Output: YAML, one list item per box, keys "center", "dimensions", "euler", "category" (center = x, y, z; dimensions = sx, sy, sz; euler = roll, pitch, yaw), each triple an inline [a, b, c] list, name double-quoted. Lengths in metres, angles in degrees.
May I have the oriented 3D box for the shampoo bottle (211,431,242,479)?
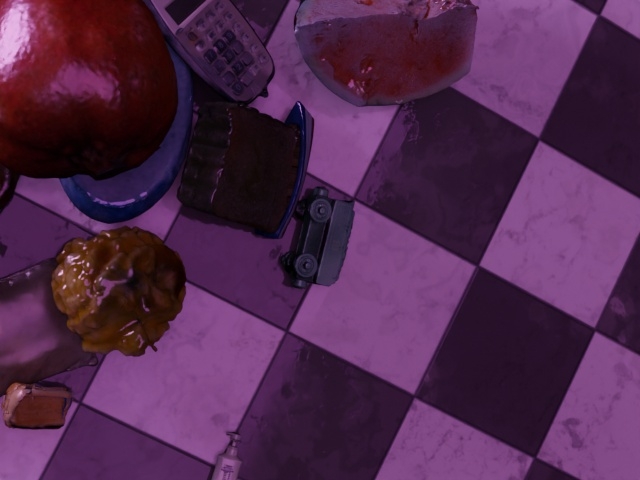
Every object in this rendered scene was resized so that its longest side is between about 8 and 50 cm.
- center: [-0.153, 0.382, 1.880]
  dimensions: [0.049, 0.034, 0.141]
  euler: [15, 86, -6]
  category: "shampoo bottle"

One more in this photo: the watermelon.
- center: [0.090, -0.336, 1.863]
  dimensions: [0.305, 0.180, 0.224]
  euler: [-10, 81, -15]
  category: "watermelon"

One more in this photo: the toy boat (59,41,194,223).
- center: [-0.312, -0.184, 1.817]
  dimensions: [0.215, 0.123, 0.330]
  euler: [4, 77, -12]
  category: "toy boat"

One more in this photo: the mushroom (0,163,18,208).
- center: [-0.523, -0.149, 1.695]
  dimensions: [0.148, 0.217, 0.227]
  euler: [-20, 95, -13]
  category: "mushroom"

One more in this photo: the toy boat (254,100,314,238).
- center: [-0.053, -0.113, 1.891]
  dimensions: [0.046, 0.080, 0.229]
  euler: [18, 85, -47]
  category: "toy boat"

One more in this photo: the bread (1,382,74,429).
- center: [-0.439, 0.257, 1.783]
  dimensions: [0.106, 0.053, 0.072]
  euler: [14, 100, -45]
  category: "bread"

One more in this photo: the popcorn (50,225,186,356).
- center: [-0.308, 0.077, 1.770]
  dimensions: [0.218, 0.169, 0.189]
  euler: [-14, 100, -39]
  category: "popcorn"

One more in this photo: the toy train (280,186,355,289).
- center: [0.000, 0.000, 1.901]
  dimensions: [0.099, 0.070, 0.172]
  euler: [15, 87, -24]
  category: "toy train"

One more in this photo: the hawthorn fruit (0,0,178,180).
- center: [-0.349, -0.228, 1.609]
  dimensions: [0.295, 0.295, 0.311]
  euler: [-32, 98, -12]
  category: "hawthorn fruit"

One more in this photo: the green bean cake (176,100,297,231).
- center: [-0.133, -0.117, 1.815]
  dimensions: [0.173, 0.094, 0.181]
  euler: [16, 86, -53]
  category: "green bean cake"

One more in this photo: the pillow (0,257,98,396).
- center: [-0.514, 0.161, 1.772]
  dimensions: [0.302, 0.075, 0.185]
  euler: [-21, 100, -14]
  category: "pillow"

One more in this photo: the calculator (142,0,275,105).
- center: [-0.172, -0.328, 1.826]
  dimensions: [0.268, 0.040, 0.177]
  euler: [47, 41, -11]
  category: "calculator"
